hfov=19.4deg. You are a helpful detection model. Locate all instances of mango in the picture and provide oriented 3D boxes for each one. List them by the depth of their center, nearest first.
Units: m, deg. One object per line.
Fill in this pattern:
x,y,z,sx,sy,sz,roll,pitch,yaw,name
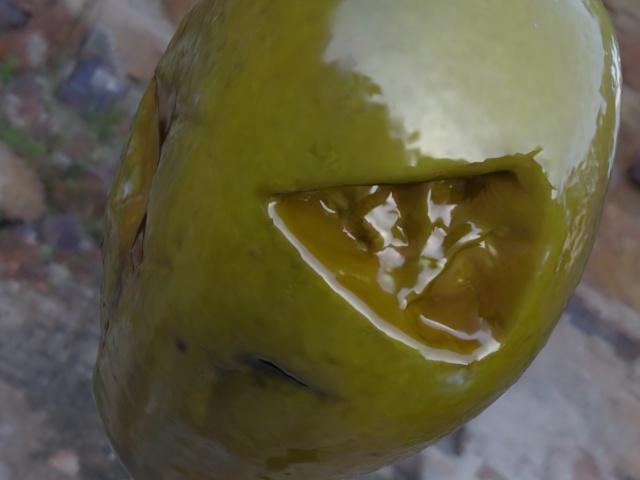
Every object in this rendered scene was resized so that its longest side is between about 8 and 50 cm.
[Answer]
0.000,0.000,0.853,0.182,0.365,0.253,14,47,-17,mango
